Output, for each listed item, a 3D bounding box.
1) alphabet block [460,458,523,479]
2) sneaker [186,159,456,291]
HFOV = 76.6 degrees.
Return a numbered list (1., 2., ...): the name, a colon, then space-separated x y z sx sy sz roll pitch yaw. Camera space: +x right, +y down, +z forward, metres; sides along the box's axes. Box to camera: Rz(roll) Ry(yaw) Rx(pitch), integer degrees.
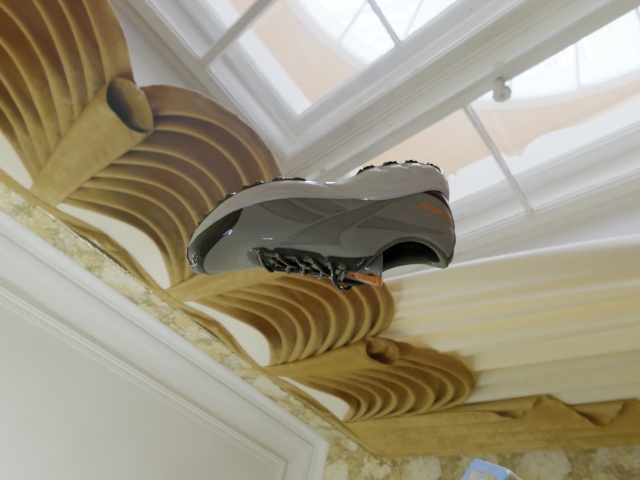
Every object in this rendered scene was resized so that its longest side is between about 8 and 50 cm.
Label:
1. alphabet block: 0.267 0.447 0.543 0.197 0.192 0.193 36 167 20
2. sneaker: 0.000 0.000 0.395 0.100 0.271 0.108 72 -172 -65
